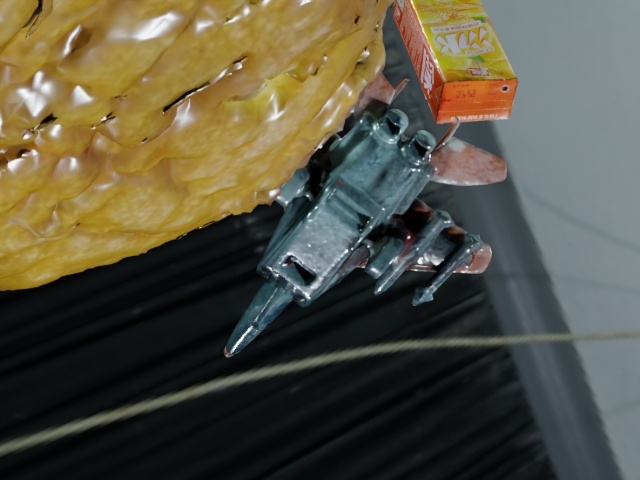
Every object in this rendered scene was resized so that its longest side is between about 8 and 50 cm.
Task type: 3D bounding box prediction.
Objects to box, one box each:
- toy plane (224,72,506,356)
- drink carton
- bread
[{"bbox_3d":[-0.002,0.003,1.076,0.223,0.104,0.326,38,121,-2],"label":"toy plane"},{"bbox_3d":[0.163,-0.241,1.692,0.071,0.096,0.223,97,163,-45],"label":"drink carton"},{"bbox_3d":[-0.157,-0.120,0.722,0.215,0.398,0.398,64,142,27],"label":"bread"}]
